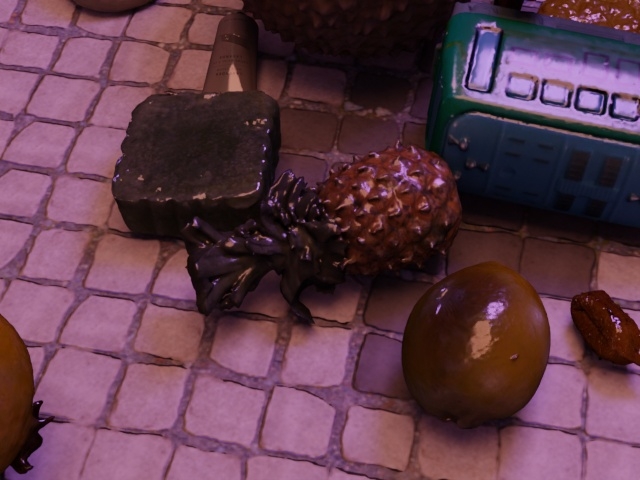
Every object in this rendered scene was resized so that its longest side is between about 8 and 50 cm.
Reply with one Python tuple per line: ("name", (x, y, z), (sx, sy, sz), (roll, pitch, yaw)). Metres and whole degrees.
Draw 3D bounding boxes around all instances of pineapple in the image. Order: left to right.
("pineapple", (0.000, 0.000, 1.191), (0.309, 0.141, 0.170), (-18, 97, -15))

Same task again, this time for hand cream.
("hand cream", (-0.117, -0.230, 1.437), (0.087, 0.054, 0.186), (0, 59, 7))

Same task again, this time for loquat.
("loquat", (-0.383, 0.159, 1.039), (0.243, 0.244, 0.244), (-1, 52, 2))
("loquat", (0.162, 0.101, 1.107), (0.152, 0.152, 0.195), (11, 60, 11))

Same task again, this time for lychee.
("lychee", (0.051, -0.422, 1.352), (0.380, 0.432, 0.381), (1, 87, -23))

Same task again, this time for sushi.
("sushi", (0.313, 0.094, 1.160), (0.060, 0.061, 0.118), (10, 47, -32))

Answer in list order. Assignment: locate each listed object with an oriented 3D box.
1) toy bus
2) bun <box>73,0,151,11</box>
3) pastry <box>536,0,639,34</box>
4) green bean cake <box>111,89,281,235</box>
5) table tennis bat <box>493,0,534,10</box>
("toy bus", (0.289, -0.136, 1.248), (0.343, 0.184, 0.199), (11, 52, 6))
("bun", (-0.297, -0.417, 1.545), (0.166, 0.113, 0.173), (34, 63, 25))
("pastry", (0.362, -0.246, 1.391), (0.188, 0.103, 0.189), (-1, 52, 1))
("green bean cake", (-0.146, -0.092, 1.300), (0.184, 0.094, 0.183), (2, 53, 5))
("table tennis bat", (0.266, -0.381, 1.364), (0.051, 0.268, 0.415), (15, 29, 2))
